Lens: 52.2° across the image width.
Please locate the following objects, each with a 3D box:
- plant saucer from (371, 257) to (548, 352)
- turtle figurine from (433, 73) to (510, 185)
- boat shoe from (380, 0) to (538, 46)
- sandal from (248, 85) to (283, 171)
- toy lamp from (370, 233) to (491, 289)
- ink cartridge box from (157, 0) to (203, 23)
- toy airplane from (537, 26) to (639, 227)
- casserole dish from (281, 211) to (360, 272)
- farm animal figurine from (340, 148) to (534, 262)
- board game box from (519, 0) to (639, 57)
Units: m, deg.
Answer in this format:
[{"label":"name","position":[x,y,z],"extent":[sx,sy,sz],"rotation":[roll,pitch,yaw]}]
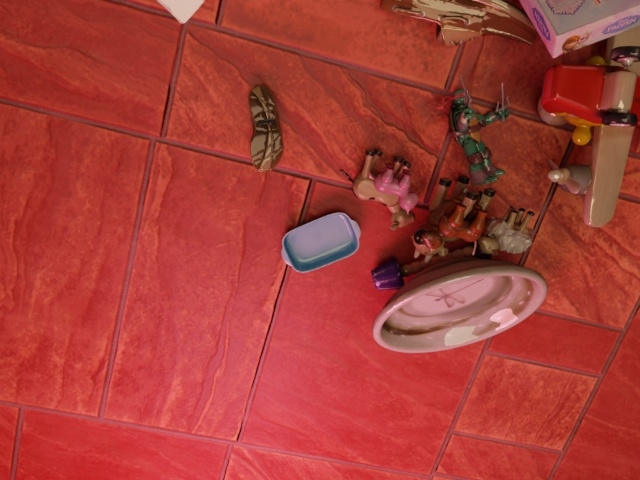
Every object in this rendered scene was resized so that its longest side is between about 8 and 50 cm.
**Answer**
[{"label":"plant saucer","position":[0.304,0.132,1.484],"extent":[0.400,0.101,0.400],"rotation":[-9,150,-5]},{"label":"turtle figurine","position":[0.330,-0.241,1.388],"extent":[0.175,0.118,0.234],"rotation":[-26,105,-39]},{"label":"boat shoe","position":[0.269,-0.452,1.301],"extent":[0.324,0.122,0.120],"rotation":[21,114,-4]},{"label":"sandal","position":[-0.119,-0.237,1.390],"extent":[0.072,0.049,0.180],"rotation":[-7,98,-8]},{"label":"toy lamp","position":[0.253,0.053,1.518],"extent":[0.274,0.080,0.080],"rotation":[-19,112,2]},{"label":"ink cartridge box","position":[-0.216,-0.591,1.194],"extent":[0.207,0.119,0.353],"rotation":[41,103,-18]},{"label":"toy airplane","position":[0.587,-0.281,1.340],"extent":[0.386,0.272,0.384],"rotation":[-49,124,-24]},{"label":"casserole dish","position":[0.000,0.000,1.498],"extent":[0.188,0.037,0.114],"rotation":[-22,112,5]},{"label":"farm animal figurine","position":[0.241,-0.052,1.403],"extent":[0.326,0.330,0.172],"rotation":[1,118,-39]},{"label":"board game box","position":[0.513,-0.524,1.200],"extent":[0.318,0.318,0.066],"rotation":[-19,155,4]}]
